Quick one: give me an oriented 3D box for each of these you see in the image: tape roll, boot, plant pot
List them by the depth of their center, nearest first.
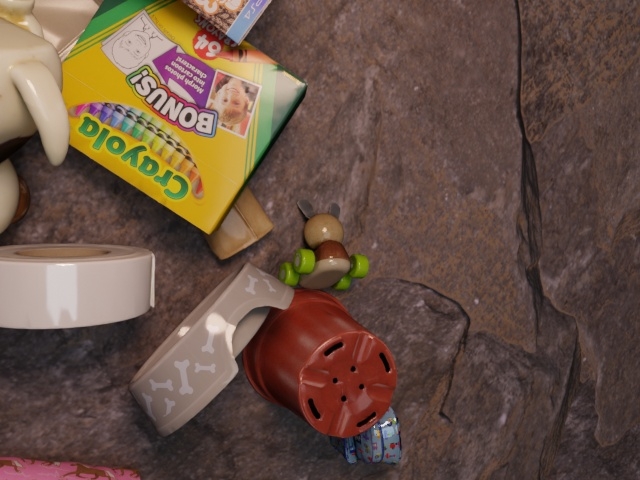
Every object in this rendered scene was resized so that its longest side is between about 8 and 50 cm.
[{"bbox_3d":[-0.424,0.066,0.946,0.286,0.286,0.100,0,95,-22],"label":"tape roll"},{"bbox_3d":[-0.171,-0.134,1.142,0.236,0.089,0.270,-30,105,-4],"label":"boot"},{"bbox_3d":[0.005,0.252,1.152,0.272,0.265,0.273,-2,96,-22],"label":"plant pot"}]

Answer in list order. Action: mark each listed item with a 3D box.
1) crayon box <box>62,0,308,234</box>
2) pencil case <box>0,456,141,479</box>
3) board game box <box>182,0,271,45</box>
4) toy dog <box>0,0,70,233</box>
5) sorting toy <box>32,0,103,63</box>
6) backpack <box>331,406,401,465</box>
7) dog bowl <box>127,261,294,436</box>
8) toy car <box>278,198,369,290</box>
[{"bbox_3d":[-0.258,-0.239,1.007,0.362,0.106,0.313,33,90,-5],"label":"crayon box"},{"bbox_3d":[-0.513,0.487,1.019,0.385,0.160,0.167,13,98,-24],"label":"pencil case"},{"bbox_3d":[-0.200,-0.497,0.926,0.291,0.232,0.141,33,119,-23],"label":"board game box"},{"bbox_3d":[-0.539,-0.170,0.859,0.395,0.285,0.408,31,124,-2],"label":"toy dog"},{"bbox_3d":[-0.477,-0.414,1.006,0.348,0.047,0.196,-48,114,-12],"label":"sorting toy"},{"bbox_3d":[0.103,0.420,1.258,0.116,0.173,0.158,-6,98,-22],"label":"backpack"},{"bbox_3d":[-0.202,0.179,1.030,0.102,0.349,0.349,45,78,-8],"label":"dog bowl"},{"bbox_3d":[0.000,0.000,1.222,0.155,0.149,0.189,6,64,-26],"label":"toy car"}]
